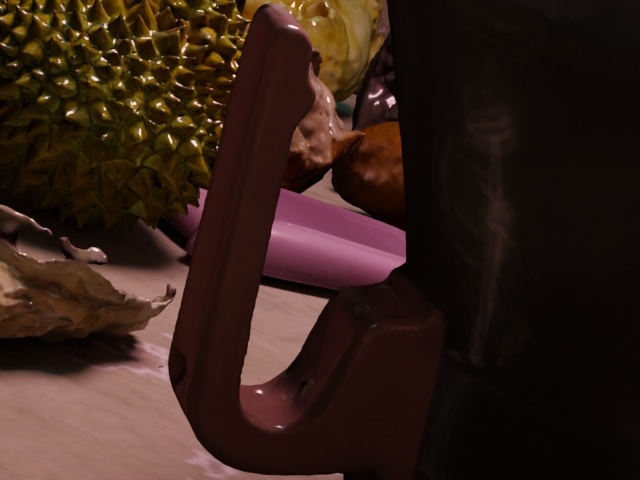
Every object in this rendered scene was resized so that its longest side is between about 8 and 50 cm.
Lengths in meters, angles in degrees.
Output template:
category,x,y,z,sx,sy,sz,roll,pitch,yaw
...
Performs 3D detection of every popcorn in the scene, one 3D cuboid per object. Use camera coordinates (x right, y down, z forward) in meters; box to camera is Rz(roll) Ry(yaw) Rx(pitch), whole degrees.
category,x,y,z,sx,sy,sz,roll,pitch,yaw
popcorn,-0.044,-0.255,2.149,0.225,0.173,0.286,6,19,18

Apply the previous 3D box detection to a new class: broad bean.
category,x,y,z,sx,sy,sz,roll,pitch,yaw
broad bean,0.123,-0.059,1.533,0.228,0.122,0.156,7,-4,28

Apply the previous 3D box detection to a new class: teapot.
category,x,y,z,sx,sy,sz,roll,pitch,yaw
teapot,0.125,-0.005,0.804,0.376,0.361,0.305,1,24,-22

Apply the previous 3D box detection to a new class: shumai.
category,x,y,z,sx,sy,sz,roll,pitch,yaw
shumai,-0.063,-0.087,1.489,0.201,0.201,0.120,1,61,-55

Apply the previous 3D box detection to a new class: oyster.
category,x,y,z,sx,sy,sz,roll,pitch,yaw
oyster,-0.166,0.028,0.930,0.133,0.072,0.209,15,-9,16

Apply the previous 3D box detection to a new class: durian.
category,x,y,z,sx,sy,sz,roll,pitch,yaw
durian,-0.161,-0.105,1.208,0.176,0.200,0.237,-36,26,-33

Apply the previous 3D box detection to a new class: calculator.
category,x,y,z,sx,sy,sz,roll,pitch,yaw
calculator,0.000,-0.002,1.347,0.294,0.043,0.194,13,12,-32

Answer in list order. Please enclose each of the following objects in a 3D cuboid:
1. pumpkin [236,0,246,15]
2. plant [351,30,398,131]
category,x,y,z,sx,sy,sz,roll,pitch,yaw
pumpkin,-0.203,-0.297,1.741,0.296,0.295,0.296,18,12,-4
plant,0.126,-0.127,1.749,0.199,0.188,0.276,16,12,-7
